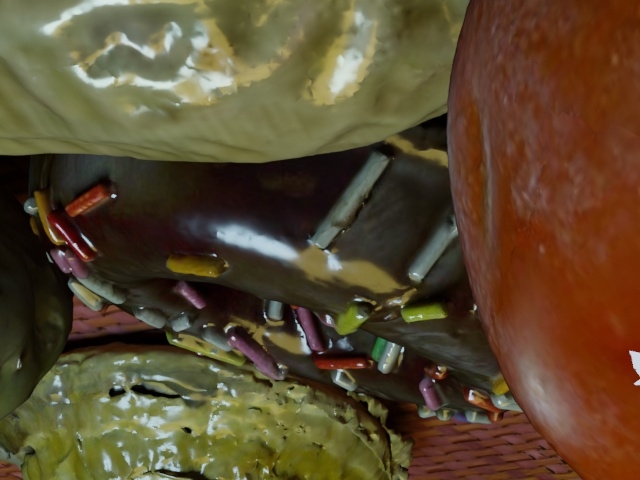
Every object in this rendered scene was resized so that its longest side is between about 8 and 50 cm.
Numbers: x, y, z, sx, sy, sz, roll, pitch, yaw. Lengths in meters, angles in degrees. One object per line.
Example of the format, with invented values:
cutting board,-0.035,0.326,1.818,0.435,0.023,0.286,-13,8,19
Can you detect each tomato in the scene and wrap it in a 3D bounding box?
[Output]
tomato,0.137,-0.014,0.420,0.232,0.188,0.232,9,125,13

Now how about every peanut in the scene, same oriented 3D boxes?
peanut,-0.090,-0.094,0.558,0.325,0.140,0.153,2,-172,5

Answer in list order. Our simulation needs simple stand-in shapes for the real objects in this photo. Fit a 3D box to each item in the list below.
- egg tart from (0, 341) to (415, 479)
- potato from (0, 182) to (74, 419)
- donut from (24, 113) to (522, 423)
egg tart,-0.080,0.148,1.121,0.279,0.095,0.279,5,153,3
potato,-0.229,-0.001,0.778,0.165,0.165,0.262,-20,139,42
donut,0.000,0.000,0.727,0.270,0.103,0.269,14,167,3
